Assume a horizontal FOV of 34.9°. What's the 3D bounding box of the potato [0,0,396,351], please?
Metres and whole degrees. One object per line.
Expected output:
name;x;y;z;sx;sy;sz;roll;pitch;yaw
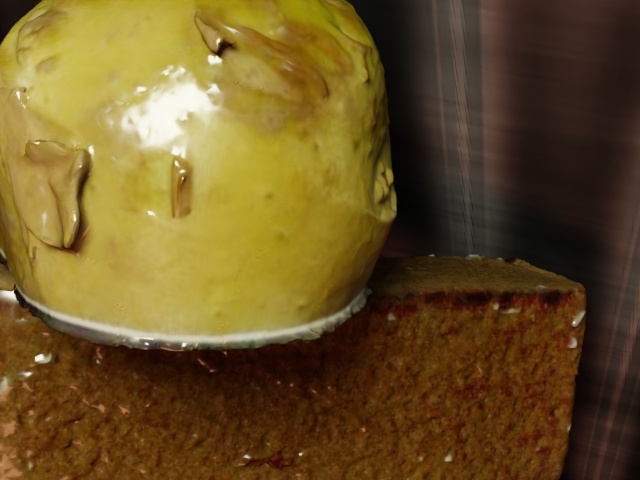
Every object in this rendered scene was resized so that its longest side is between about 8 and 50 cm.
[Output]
potato;-0.076;-0.072;0.602;0.247;0.196;0.300;2;-168;-23

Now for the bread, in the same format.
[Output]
bread;-0.020;0.093;0.693;0.417;0.165;0.113;2;-171;-23
